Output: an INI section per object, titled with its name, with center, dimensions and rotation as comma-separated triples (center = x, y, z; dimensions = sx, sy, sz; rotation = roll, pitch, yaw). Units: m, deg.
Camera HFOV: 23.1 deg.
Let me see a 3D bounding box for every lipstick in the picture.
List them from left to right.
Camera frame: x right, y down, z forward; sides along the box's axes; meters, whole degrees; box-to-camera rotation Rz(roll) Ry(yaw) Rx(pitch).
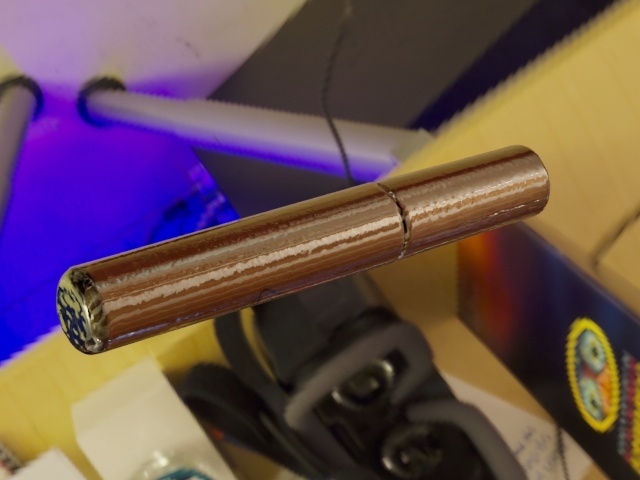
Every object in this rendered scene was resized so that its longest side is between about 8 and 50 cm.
[lipstick]
center = 0.000, 0.000, 0.994
dimensions = 0.356, 0.057, 0.057
rotation = -17, 115, -33
